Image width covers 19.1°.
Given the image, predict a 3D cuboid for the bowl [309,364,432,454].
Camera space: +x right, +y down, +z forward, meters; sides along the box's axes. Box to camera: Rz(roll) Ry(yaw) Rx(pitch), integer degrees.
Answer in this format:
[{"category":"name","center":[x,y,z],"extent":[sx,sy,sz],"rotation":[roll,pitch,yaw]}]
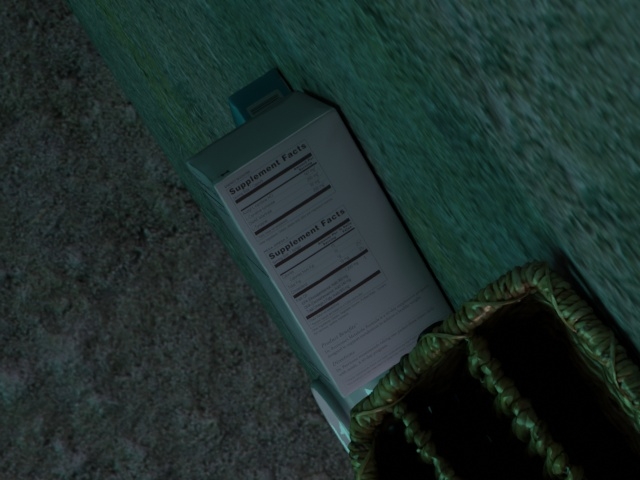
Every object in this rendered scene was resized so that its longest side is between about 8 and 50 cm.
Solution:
[{"category":"bowl","center":[0.080,0.175,2.014],"extent":[0.298,0.134,0.298],"rotation":[57,173,10]}]

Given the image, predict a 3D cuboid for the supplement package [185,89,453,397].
[{"category":"supplement package","center":[0.000,0.000,1.791],"extent":[0.244,0.134,0.139],"rotation":[59,173,-19]}]

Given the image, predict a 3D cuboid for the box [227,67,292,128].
[{"category":"box","center":[-0.035,-0.080,1.976],"extent":[0.100,0.060,0.244],"rotation":[55,172,18]}]

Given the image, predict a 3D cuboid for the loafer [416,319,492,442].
[{"category":"loafer","center":[0.164,0.163,1.677],"extent":[0.223,0.076,0.078],"rotation":[57,159,10]}]

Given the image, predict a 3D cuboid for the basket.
[{"category":"basket","center":[0.152,0.200,1.326],"extent":[0.299,0.213,0.223],"rotation":[55,173,15]}]
